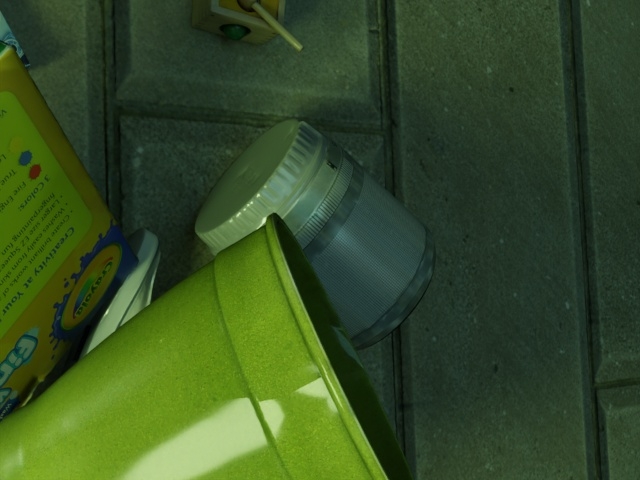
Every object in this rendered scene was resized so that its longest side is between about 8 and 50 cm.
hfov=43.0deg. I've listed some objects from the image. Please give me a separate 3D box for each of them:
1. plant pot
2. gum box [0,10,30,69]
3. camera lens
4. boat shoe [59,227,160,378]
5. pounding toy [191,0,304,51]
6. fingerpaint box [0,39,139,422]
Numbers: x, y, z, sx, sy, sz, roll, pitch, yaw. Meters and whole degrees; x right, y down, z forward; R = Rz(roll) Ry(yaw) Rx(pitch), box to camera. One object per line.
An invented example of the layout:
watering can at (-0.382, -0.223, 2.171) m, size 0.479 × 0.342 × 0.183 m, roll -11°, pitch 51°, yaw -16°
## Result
plant pot at (-0.122, 0.212, 0.832) m, size 0.353 × 0.366 × 0.366 m, roll -26°, pitch 101°, yaw 2°
gum box at (-0.454, -0.253, 0.935) m, size 0.157 × 0.041 × 0.184 m, roll -33°, pitch 103°, yaw -29°
camera lens at (0.000, 0.000, 1.084) m, size 0.274 × 0.219 × 0.219 m, roll 41°, pitch 66°, yaw -22°
boat shoe at (-0.247, 0.114, 1.007) m, size 0.084 × 0.095 × 0.258 m, roll 27°, pitch 82°, yaw -31°
pounding toy at (-0.097, -0.331, 1.125) m, size 0.130 × 0.100 × 0.141 m, roll 8°, pitch 81°, yaw -30°
fingerpaint box at (-0.408, 0.070, 0.744) m, size 0.163 × 0.371 × 0.444 m, roll 26°, pitch 66°, yaw 19°
